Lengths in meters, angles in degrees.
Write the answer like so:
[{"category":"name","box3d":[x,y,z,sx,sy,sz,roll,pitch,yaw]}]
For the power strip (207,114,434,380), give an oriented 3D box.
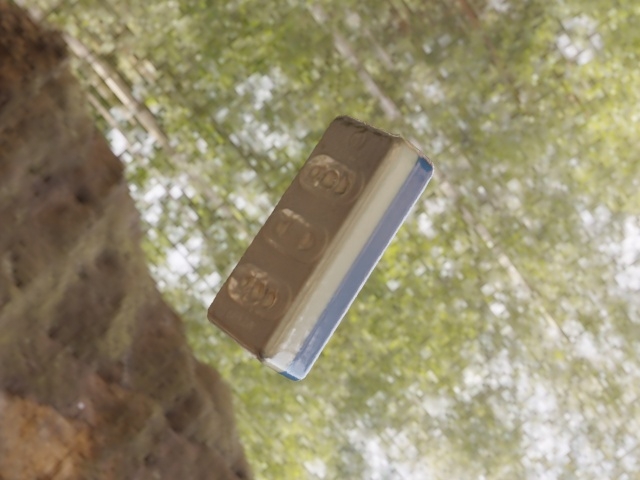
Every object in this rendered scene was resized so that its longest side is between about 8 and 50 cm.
[{"category":"power strip","box3d":[0.000,0.000,0.619,0.056,0.032,0.123,31,-93,49]}]
